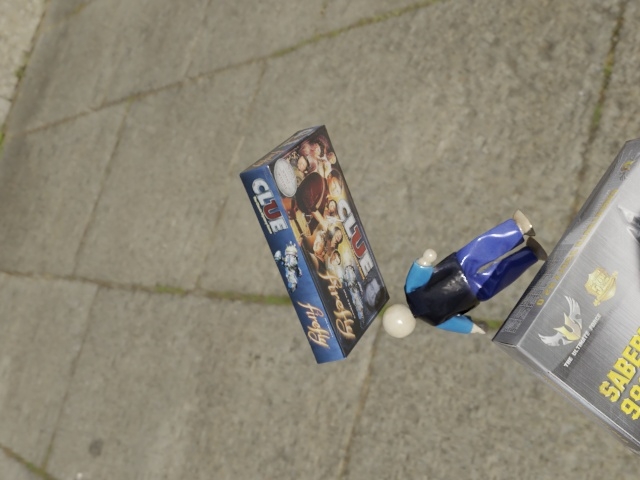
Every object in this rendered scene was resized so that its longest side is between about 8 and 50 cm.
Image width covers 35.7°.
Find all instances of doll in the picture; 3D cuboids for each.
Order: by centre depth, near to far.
[{"bbox_3d":[0.151,0.049,1.064,0.189,0.129,0.046,-31,28,3],"label":"doll"}]

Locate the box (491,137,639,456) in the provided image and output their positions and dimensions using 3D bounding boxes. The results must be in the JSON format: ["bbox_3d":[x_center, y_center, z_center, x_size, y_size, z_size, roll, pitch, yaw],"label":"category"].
[{"bbox_3d":[0.290,0.051,0.882,0.231,0.183,0.056,-53,12,-10],"label":"box"}]

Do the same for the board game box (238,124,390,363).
[{"bbox_3d":[0.000,0.000,1.185,0.042,0.243,0.165,-14,17,28],"label":"board game box"}]
